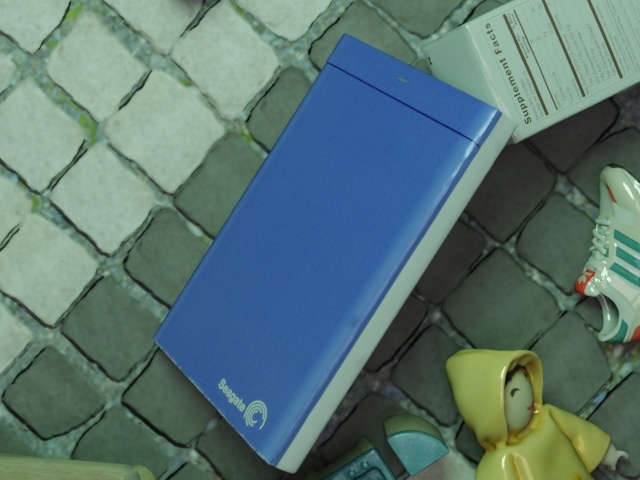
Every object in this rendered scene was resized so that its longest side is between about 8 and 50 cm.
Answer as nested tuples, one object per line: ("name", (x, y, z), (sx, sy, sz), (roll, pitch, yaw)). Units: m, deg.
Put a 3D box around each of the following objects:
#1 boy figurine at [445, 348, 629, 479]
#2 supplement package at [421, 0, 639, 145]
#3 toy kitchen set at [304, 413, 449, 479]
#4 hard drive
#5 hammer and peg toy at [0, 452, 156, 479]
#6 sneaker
("boy figurine", (0.207, 0.212, 1.025), (0.177, 0.092, 0.285), (-29, 93, -37))
("supplement package", (0.194, -0.158, 0.978), (0.179, 0.105, 0.105), (-26, 97, -13))
("toy kitchen set", (0.049, 0.274, 1.029), (0.207, 0.122, 0.166), (-34, 95, 2))
("hard drive", (0.000, 0.000, 0.969), (0.040, 0.210, 0.319), (29, 96, -42))
("hammer and peg toy", (-0.203, 0.310, 0.959), (0.361, 0.127, 0.266), (0, 97, 26))
("sneaker", (0.259, 0.016, 1.039), (0.075, 0.057, 0.161), (-16, 99, -5))
